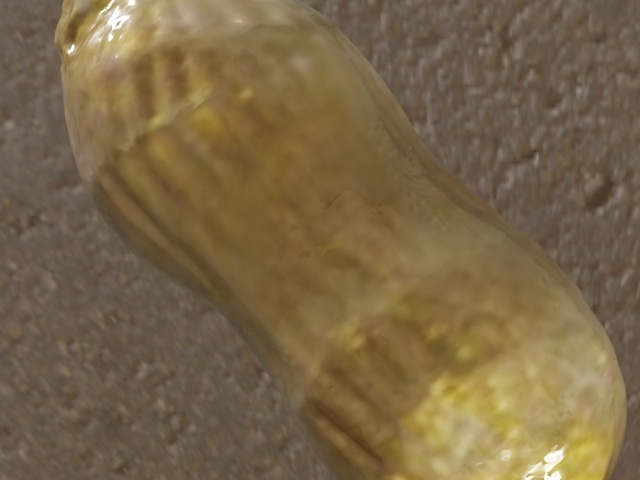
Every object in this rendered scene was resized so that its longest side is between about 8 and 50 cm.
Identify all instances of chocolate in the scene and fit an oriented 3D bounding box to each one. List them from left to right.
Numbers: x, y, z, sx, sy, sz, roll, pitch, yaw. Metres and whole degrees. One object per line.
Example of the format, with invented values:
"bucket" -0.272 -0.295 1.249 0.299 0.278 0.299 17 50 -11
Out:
"chocolate" 0.000 0.000 0.732 0.134 0.134 0.309 -38 69 -8
